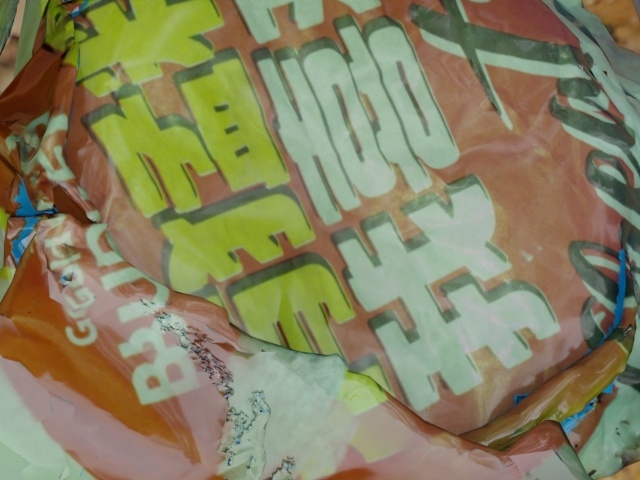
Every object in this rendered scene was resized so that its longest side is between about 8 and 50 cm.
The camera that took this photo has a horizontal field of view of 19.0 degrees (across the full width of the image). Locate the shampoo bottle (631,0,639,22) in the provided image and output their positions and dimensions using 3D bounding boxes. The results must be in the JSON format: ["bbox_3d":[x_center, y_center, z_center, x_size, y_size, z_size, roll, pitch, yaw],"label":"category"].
[{"bbox_3d":[0.173,-0.180,0.969,0.258,0.061,0.104,62,33,-33],"label":"shampoo bottle"}]

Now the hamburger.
[{"bbox_3d":[0.003,0.007,0.618,0.276,0.150,0.260,6,57,-27],"label":"hamburger"}]
